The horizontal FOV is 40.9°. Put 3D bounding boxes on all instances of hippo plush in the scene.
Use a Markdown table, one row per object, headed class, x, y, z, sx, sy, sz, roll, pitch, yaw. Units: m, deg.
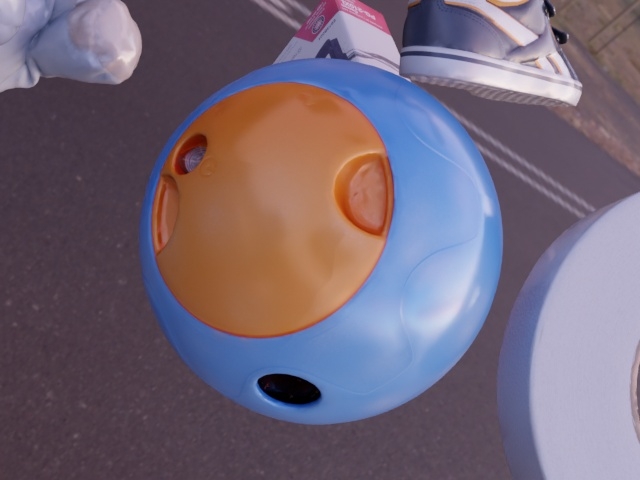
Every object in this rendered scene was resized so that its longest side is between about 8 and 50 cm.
| class | x | y | z | sx | sy | sz | roll | pitch | yaw |
| --- | --- | --- | --- | --- | --- | --- | --- | --- | --- |
| hippo plush | -0.322 | -0.227 | 0.733 | 0.236 | 0.294 | 0.234 | -14 | 89 | -72 |

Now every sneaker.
| class | x | y | z | sx | sy | sz | roll | pitch | yaw |
| --- | --- | --- | --- | --- | --- | --- | --- | --- | --- |
| sneaker | 0.201 | -0.216 | 0.924 | 0.321 | 0.126 | 0.128 | -1 | 99 | -56 |

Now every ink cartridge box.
| class | x | y | z | sx | sy | sz | roll | pitch | yaw |
| --- | --- | --- | --- | --- | --- | --- | --- | --- | --- |
| ink cartridge box | 0.025 | -0.183 | 1.127 | 0.100 | 0.172 | 0.237 | 18 | 41 | -34 |

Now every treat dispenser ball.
| class | x | y | z | sx | sy | sz | roll | pitch | yaw |
| --- | --- | --- | --- | --- | --- | --- | --- | --- | --- |
| treat dispenser ball | 0.000 | 0.000 | 0.691 | 0.288 | 0.288 | 0.288 | 36 | 30 | -24 |

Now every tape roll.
| class | x | y | z | sx | sy | sz | roll | pitch | yaw |
| --- | --- | --- | --- | --- | --- | --- | --- | --- | --- |
| tape roll | 0.344 | 0.136 | 0.739 | 0.392 | 0.392 | 0.072 | 49 | -16 | 1 |
